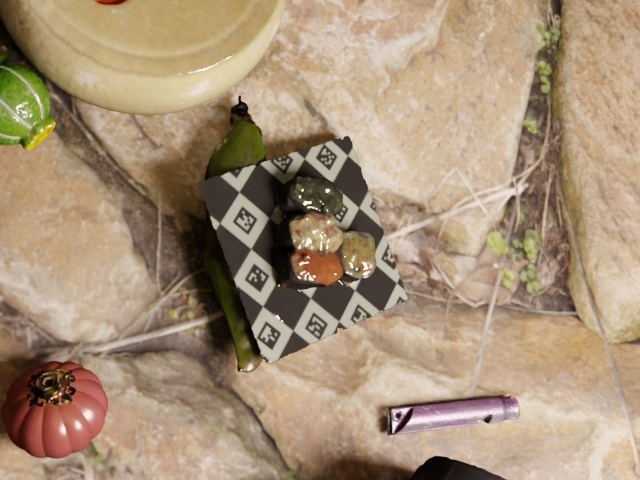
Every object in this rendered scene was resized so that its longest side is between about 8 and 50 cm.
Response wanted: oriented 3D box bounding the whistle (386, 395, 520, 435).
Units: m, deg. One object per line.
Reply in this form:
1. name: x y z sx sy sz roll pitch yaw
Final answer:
1. whistle: 0.162 0.212 1.210 0.176 0.033 0.033 -3 79 -19

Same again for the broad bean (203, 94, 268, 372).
1. broad bean: -0.098 -0.016 1.155 0.077 0.061 0.339 6 76 -29

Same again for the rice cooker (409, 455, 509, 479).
1. rice cooker: 0.164 0.370 1.058 0.267 0.267 0.224 30 75 -11

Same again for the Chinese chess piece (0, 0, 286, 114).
1. Chinese chess piece: -0.204 -0.310 1.142 0.338 0.140 0.338 4 76 -18

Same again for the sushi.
1. sushi: 0.000 0.000 1.151 0.231 0.047 0.220 -21 91 -36

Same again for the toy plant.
1. toy plant: -0.363 -0.167 1.085 0.162 0.093 0.093 42 69 -9

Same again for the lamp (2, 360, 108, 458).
1. lamp: -0.276 0.176 1.036 0.107 0.092 0.107 0 42 0
